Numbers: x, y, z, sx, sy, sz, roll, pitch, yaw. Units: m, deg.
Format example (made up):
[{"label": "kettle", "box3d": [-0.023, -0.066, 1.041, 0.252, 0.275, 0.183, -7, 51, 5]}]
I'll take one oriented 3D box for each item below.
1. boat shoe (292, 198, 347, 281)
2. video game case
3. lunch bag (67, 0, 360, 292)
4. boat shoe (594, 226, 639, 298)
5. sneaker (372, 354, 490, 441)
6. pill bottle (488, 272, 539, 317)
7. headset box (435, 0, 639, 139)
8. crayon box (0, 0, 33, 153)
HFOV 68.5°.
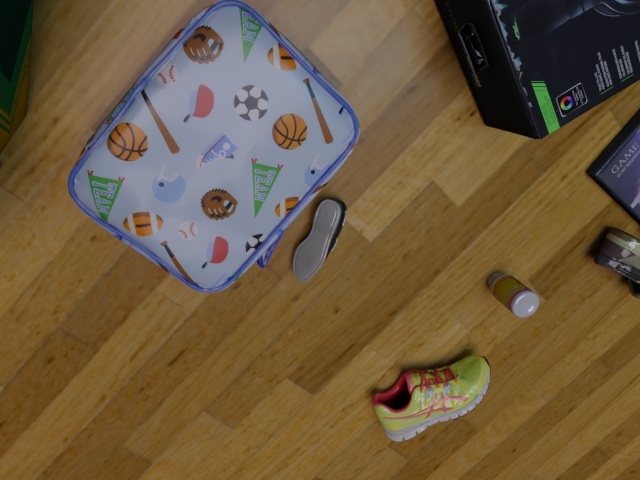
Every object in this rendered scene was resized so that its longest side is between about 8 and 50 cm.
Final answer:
[{"label": "boat shoe", "box3d": [0.000, 0.000, 0.649, 0.046, 0.038, 0.125, 28, 108, 24]}, {"label": "video game case", "box3d": [0.566, -0.106, 0.731, 0.274, 0.026, 0.196, 33, 102, -21]}, {"label": "lunch bag", "box3d": [-0.116, -0.094, 0.550, 0.243, 0.115, 0.303, 40, 98, -25]}, {"label": "boat shoe", "box3d": [0.534, 0.061, 0.766, 0.223, 0.080, 0.073, 32, 108, -16]}, {"label": "sneaker", "box3d": [0.177, 0.241, 0.759, 0.208, 0.081, 0.094, -34, 112, 3]}, {"label": "pill bottle", "box3d": [0.290, 0.079, 0.715, 0.043, 0.083, 0.043, -4, 112, -10]}, {"label": "headset box", "box3d": [0.281, -0.291, 0.541, 0.283, 0.131, 0.246, -31, 114, 2]}, {"label": "crayon box", "box3d": [-0.417, -0.231, 0.332, 0.363, 0.106, 0.313, 23, 146, -23]}]
